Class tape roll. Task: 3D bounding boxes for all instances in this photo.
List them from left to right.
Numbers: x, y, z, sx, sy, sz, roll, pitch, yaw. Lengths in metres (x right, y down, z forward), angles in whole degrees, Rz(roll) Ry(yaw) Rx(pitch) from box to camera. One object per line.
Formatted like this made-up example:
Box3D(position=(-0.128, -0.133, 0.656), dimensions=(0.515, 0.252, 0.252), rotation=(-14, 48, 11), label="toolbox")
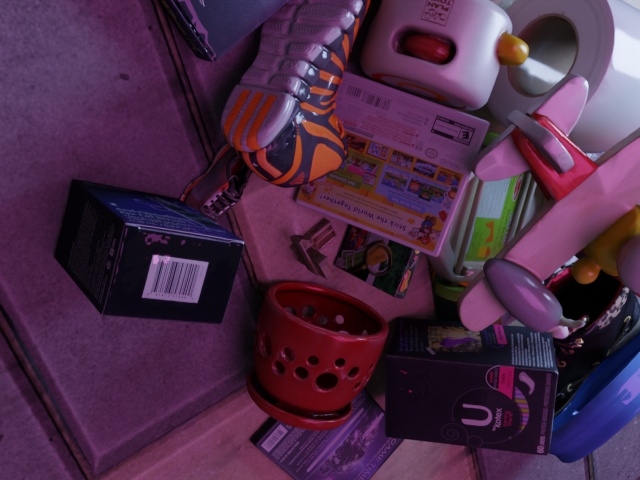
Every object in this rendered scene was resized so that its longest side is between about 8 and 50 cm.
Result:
Box3D(position=(0.402, -0.272, 1.194), dimensions=(0.169, 0.246, 0.246), rotation=(7, 104, -36), label="tape roll")

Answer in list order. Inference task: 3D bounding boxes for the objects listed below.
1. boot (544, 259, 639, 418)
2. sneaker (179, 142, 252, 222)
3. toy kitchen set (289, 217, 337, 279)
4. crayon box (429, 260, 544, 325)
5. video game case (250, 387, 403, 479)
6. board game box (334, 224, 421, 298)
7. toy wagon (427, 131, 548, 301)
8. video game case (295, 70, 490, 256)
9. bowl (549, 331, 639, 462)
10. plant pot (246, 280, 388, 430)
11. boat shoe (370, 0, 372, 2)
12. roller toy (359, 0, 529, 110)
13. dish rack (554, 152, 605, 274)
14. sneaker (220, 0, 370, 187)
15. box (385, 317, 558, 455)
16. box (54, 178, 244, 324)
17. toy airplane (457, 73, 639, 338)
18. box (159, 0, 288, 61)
Box3D(position=(0.444, 0.194, 1.400), dimensions=(0.377, 0.138, 0.284), rotation=(-40, 147, 2), label="boot")
Box3D(position=(-0.139, -0.063, 1.018), dimensions=(0.061, 0.065, 0.158), rotation=(30, 89, -38), label="sneaker")
Box3D(position=(0.000, 0.000, 1.126), dimensions=(0.075, 0.083, 0.068), rotation=(-40, 126, -15), label="toy kitchen set")
Box3D(position=(0.292, 0.005, 1.328), dimensions=(0.203, 0.083, 0.323), rotation=(-26, 121, -25), label="crayon box")
Box3D(position=(0.023, 0.346, 1.315), dimensions=(0.196, 0.026, 0.274), rotation=(-46, 128, -11), label="video game case")
Box3D(position=(0.118, -0.055, 1.152), dimensions=(0.030, 0.136, 0.260), rotation=(12, 101, -50), label="board game box")
Box3D(position=(0.313, -0.033, 1.233), dimensions=(0.344, 0.068, 0.267), rotation=(4, 106, -36), label="toy wagon")
Box3D(position=(0.102, -0.111, 1.092), dimensions=(0.026, 0.227, 0.206), rotation=(-18, 129, -78), label="video game case")
Box3D(position=(0.586, 0.288, 1.499), dimensions=(0.391, 0.077, 0.391), rotation=(-43, 166, -14), label="bowl")
Box3D(position=(-0.013, 0.175, 1.121), dimensions=(0.191, 0.191, 0.174), rotation=(9, 106, -36), label="plant pot")
Box3D(position=(0.093, -0.423, 1.046), dimensions=(0.072, 0.068, 0.190), rotation=(34, 96, -5), label="boat shoe")
Box3D(position=(0.164, -0.279, 1.056), dimensions=(0.191, 0.209, 0.146), rotation=(16, 96, -33), label="roller toy")
Box3D(position=(0.543, -0.073, 1.477), dimensions=(0.285, 0.072, 0.333), rotation=(27, 92, -39), label="dish rack")
Box3D(position=(-0.010, -0.217, 1.029), dimensions=(0.321, 0.124, 0.180), rotation=(-59, 147, -13), label="sneaker")
Box3D(position=(0.249, 0.240, 1.262), dimensions=(0.143, 0.270, 0.165), rotation=(-59, 149, -65), label="box")
Box3D(position=(-0.212, 0.011, 0.907), dimensions=(0.153, 0.207, 0.108), rotation=(9, 102, -37), label="box")
Box3D(position=(0.399, -0.038, 1.053), dimensions=(0.384, 0.272, 0.386), rotation=(-7, 129, -18), label="toy airplane")
Box3D(position=(-0.107, -0.364, 0.927), dimensions=(0.232, 0.059, 0.183), rotation=(-43, 127, -13), label="box")
